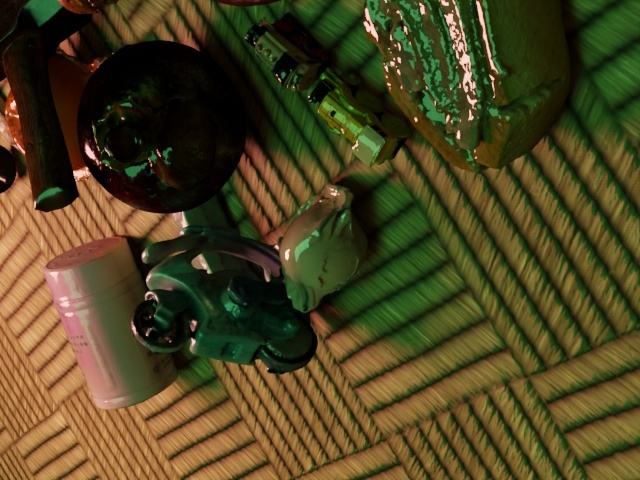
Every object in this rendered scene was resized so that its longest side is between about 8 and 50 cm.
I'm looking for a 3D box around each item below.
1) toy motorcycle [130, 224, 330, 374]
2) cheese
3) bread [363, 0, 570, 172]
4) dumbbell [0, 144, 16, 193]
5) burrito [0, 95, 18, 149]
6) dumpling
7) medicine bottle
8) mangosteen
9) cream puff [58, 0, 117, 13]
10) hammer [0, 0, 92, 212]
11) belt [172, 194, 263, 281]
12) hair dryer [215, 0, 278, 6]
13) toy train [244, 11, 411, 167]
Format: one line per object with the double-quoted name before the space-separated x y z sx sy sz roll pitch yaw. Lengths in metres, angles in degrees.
"toy motorcycle" -0.124 0.078 1.731 0.154 0.260 0.206 121 155 -50
"cheese" -0.367 -0.203 1.934 0.329 0.129 0.217 -15 98 43
"bread" 0.156 -0.194 1.291 0.186 0.124 0.257 -4 112 52
"dumbbell" -0.617 -0.138 2.308 0.208 0.099 0.099 25 131 42
"burrito" -0.545 -0.204 2.224 0.171 0.042 0.051 49 140 21
"dumpling" 0.000 0.000 1.645 0.127 0.108 0.188 -104 31 -53
"medicine bottle" -0.348 0.135 2.119 0.152 0.152 0.254 2 115 51
"mangosteen" -0.221 -0.149 1.658 0.231 0.289 0.231 0 92 14
"cream puff" -0.314 -0.374 1.751 0.133 0.119 0.104 -55 27 22
"hammer" -0.404 -0.191 1.805 0.242 0.095 0.409 -34 53 16
"belt" -0.167 -0.016 1.857 0.087 0.072 0.302 -12 104 56
"hair dryer" -0.057 -0.440 1.429 0.312 0.123 0.340 0 104 39
"toy train" 0.003 -0.185 1.522 0.249 0.085 0.053 45 125 22
